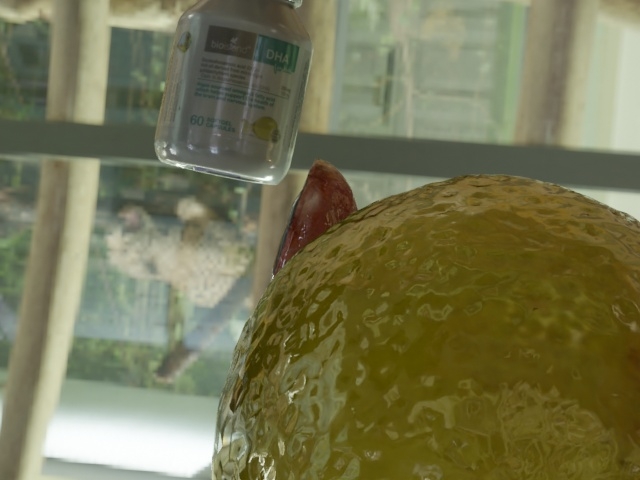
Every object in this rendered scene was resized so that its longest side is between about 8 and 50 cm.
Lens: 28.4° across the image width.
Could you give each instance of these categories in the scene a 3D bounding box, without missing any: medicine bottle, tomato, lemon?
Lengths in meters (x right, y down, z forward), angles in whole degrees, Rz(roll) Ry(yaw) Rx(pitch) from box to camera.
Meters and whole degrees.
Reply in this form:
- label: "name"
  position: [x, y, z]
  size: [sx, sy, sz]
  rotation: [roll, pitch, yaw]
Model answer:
- label: "medicine bottle"
  position: [-0.077, -0.170, 1.221]
  size: [0.135, 0.215, 0.135]
  rotation: [12, 180, 0]
- label: "tomato"
  position: [0.000, -0.003, 1.528]
  size: [0.082, 0.174, 0.166]
  rotation: [17, -159, 6]
- label: "lemon"
  position: [0.077, 0.099, 0.546]
  size: [0.267, 0.267, 0.267]
  rotation: [5, -179, 0]
